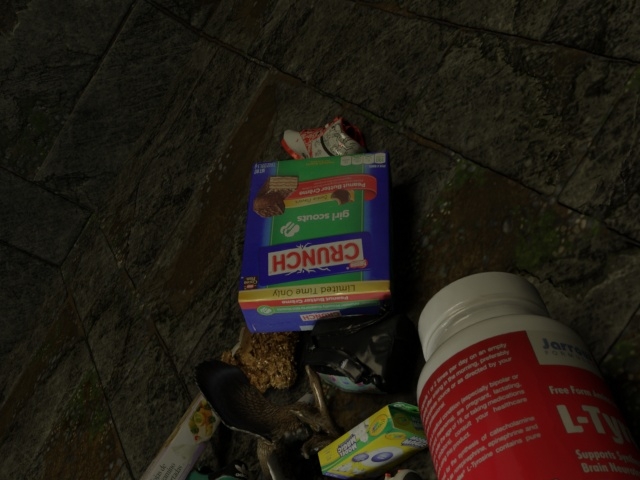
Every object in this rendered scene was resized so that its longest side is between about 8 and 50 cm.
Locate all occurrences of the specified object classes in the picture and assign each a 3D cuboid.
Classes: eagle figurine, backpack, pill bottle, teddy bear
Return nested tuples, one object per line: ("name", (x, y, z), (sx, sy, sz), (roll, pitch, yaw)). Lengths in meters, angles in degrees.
("eagle figurine", (-0.077, 0.318, 1.432), (0.298, 0.225, 0.226), (-6, 81, 41))
("backpack", (0.062, 0.191, 1.388), (0.182, 0.115, 0.152), (-7, 48, 38))
("pill bottle", (0.243, 0.238, 0.981), (0.229, 0.229, 0.408), (-44, 35, 26))
("teddy bear", (-0.099, 0.197, 1.661), (0.338, 0.113, 0.245), (-67, 23, 4))

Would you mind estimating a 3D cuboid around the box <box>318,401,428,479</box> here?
("box", (0.095, 0.306, 1.263), (0.179, 0.105, 0.043), (-43, 43, 27))

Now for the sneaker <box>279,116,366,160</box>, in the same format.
("sneaker", (0.010, -0.216, 1.834), (0.145, 0.090, 0.270), (-52, 35, 12))

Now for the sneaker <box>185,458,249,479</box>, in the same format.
("sneaker", (-0.237, 0.506, 1.600), (0.302, 0.108, 0.121), (-28, 38, 35))

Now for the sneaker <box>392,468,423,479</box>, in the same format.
("sneaker", (0.171, 0.425, 1.067), (0.147, 0.104, 0.296), (-34, 46, 34))

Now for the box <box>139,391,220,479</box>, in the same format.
("box", (-0.272, 0.410, 1.627), (0.067, 0.063, 0.324), (-43, 9, 38))

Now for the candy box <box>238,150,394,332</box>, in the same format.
("candy box", (0.000, 0.000, 1.518), (0.268, 0.122, 0.317), (-5, 55, 9))

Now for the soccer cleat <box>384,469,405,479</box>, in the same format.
("soccer cleat", (0.072, 0.405, 1.258), (0.196, 0.068, 0.076), (-30, 45, 37))
